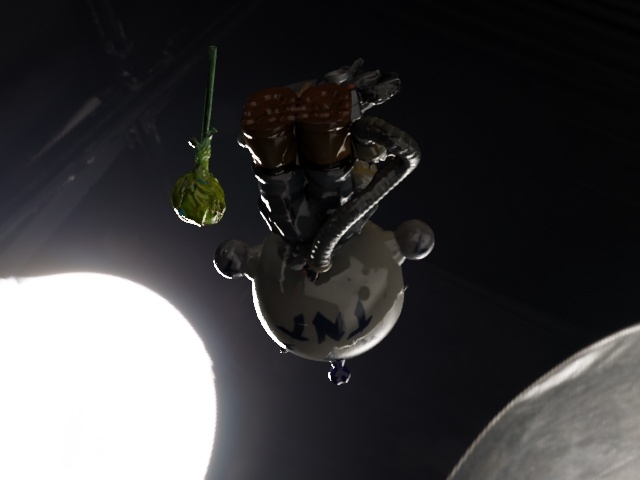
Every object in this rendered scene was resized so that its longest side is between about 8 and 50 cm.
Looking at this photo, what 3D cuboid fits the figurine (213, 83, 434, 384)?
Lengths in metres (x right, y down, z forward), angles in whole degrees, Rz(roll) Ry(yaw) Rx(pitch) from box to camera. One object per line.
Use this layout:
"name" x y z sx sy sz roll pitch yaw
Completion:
"figurine" -0.003 -0.001 0.769 0.186 0.261 0.382 -68 -23 -45

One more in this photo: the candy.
"candy" -0.162 -0.138 0.913 0.073 0.077 0.262 -115 32 -56

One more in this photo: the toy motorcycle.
"toy motorcycle" -0.015 -0.223 1.088 0.307 0.173 0.108 -26 -62 -23
